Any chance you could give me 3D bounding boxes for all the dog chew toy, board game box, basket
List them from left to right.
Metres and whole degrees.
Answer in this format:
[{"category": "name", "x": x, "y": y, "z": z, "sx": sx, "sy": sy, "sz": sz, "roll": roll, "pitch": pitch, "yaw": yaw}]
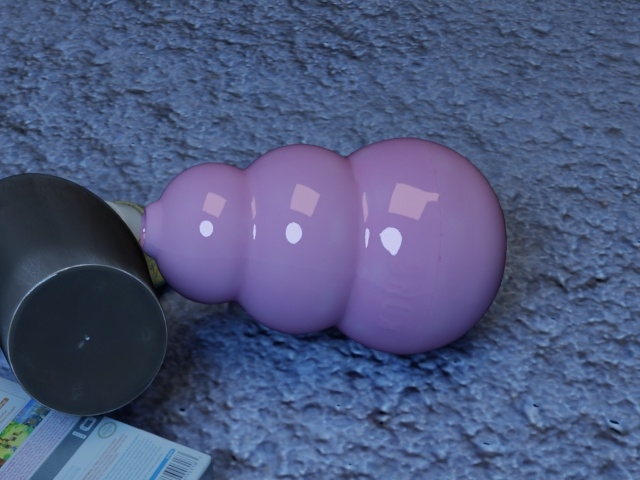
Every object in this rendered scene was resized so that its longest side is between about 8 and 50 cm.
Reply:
[{"category": "board game box", "x": -0.269, "y": 0.229, "z": 1.072, "sx": 0.303, "sy": 0.097, "sz": 0.224, "roll": 18, "pitch": 42, "yaw": 19}, {"category": "basket", "x": -0.216, "y": 0.052, "z": 1.152, "sx": 0.154, "sy": 0.204, "sz": 0.227, "roll": -41, "pitch": 21, "yaw": -4}, {"category": "dog chew toy", "x": 0.000, "y": 0.000, "z": 1.245, "sx": 0.331, "sy": 0.207, "sz": 0.207, "roll": 4, "pitch": 38, "yaw": -15}]

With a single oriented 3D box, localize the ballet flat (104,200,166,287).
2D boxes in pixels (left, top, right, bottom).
[{"category": "ballet flat", "x": -0.273, "y": 0.018, "z": 1.316, "sx": 0.348, "sy": 0.123, "sz": 0.123, "roll": -20, "pitch": 44, "yaw": -24}]
